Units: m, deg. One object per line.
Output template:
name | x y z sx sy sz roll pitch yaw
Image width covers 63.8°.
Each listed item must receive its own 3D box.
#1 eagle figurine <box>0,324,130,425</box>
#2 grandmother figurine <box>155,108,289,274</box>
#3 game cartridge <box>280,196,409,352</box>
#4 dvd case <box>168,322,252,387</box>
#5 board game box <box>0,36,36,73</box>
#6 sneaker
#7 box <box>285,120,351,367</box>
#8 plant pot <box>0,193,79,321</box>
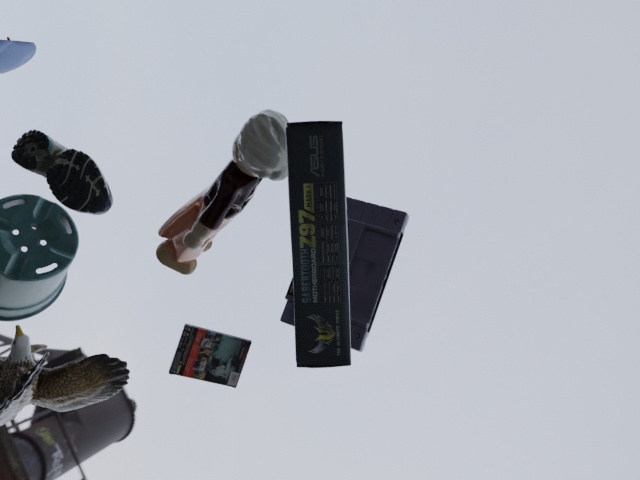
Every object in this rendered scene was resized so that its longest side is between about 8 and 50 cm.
eagle figurine | -0.558 0.273 0.987 0.298 0.225 0.226 10 -136 27
grandmother figurine | -0.147 -0.066 0.780 0.104 0.208 0.342 32 -45 -18
game cartridge | 0.055 0.069 1.275 0.230 0.068 0.356 17 -100 18
dvd case | -0.186 0.196 0.873 0.119 0.013 0.087 18 -89 -19
board game box | -0.678 -0.391 1.058 0.133 0.168 0.033 -23 -84 28
sneaker | -0.523 -0.141 1.104 0.283 0.122 0.110 36 -93 23
box | 0.000 0.000 0.564 0.059 0.183 0.233 -3 -86 0
plant pot | -0.889 0.039 1.517 0.334 0.341 0.342 -26 -98 47
